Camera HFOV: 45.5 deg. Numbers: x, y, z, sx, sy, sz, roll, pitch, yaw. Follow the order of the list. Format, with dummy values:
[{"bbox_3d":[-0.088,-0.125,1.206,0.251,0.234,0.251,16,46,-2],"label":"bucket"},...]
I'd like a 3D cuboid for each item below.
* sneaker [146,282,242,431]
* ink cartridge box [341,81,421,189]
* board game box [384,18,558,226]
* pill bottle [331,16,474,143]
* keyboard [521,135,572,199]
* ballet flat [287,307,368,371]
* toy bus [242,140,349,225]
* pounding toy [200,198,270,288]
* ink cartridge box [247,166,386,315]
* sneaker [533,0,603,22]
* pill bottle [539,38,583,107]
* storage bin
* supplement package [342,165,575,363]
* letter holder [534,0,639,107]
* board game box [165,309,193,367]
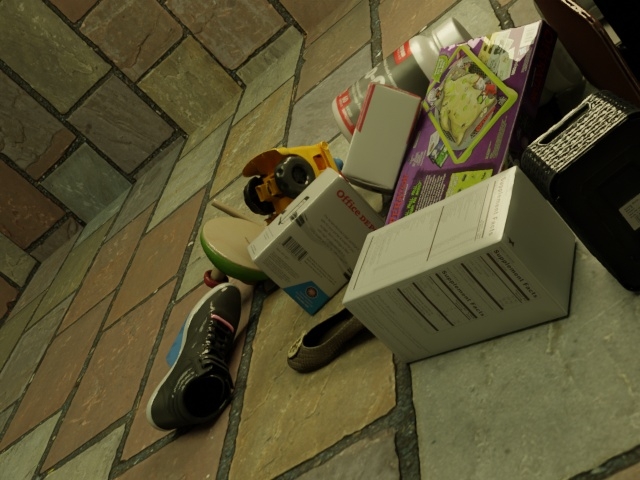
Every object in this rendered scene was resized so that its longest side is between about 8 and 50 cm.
[{"bbox_3d":[-0.186,0.203,1.344,0.147,0.104,0.296,-11,46,51],"label":"sneaker"},{"bbox_3d":[0.105,-0.164,1.297,0.218,0.092,0.158,-18,-55,-86],"label":"ink cartridge box"},{"bbox_3d":[0.217,-0.148,1.135,0.208,0.056,0.347,3,70,50],"label":"board game box"},{"bbox_3d":[0.176,-0.287,1.465,0.283,0.161,0.161,-35,24,24],"label":"pill bottle"},{"bbox_3d":[0.244,-0.081,1.167,0.201,0.033,0.317,-54,23,-19],"label":"keyboard"},{"bbox_3d":[0.032,0.124,1.140,0.250,0.058,0.084,-32,27,35],"label":"ballet flat"},{"bbox_3d":[-0.014,-0.076,1.453,0.211,0.220,0.149,-20,-2,-40],"label":"toy bus"},{"bbox_3d":[-0.166,0.034,1.548,0.237,0.183,0.110,-93,26,-61],"label":"pounding toy"},{"bbox_3d":[0.000,0.000,1.296,0.203,0.148,0.086,-44,20,2],"label":"ink cartridge box"},{"bbox_3d":[0.483,-0.428,1.287,0.129,0.111,0.297,-36,22,-20],"label":"sneaker"},{"bbox_3d":[0.303,-0.258,1.246,0.221,0.121,0.121,-22,32,45],"label":"pill bottle"},{"bbox_3d":[0.313,-0.050,0.796,0.122,0.180,0.084,-40,22,12],"label":"storage bin"},{"bbox_3d":[0.171,0.038,0.951,0.244,0.134,0.139,-25,30,41],"label":"supplement package"},{"bbox_3d":[0.409,-0.292,0.997,0.152,0.214,0.302,-39,23,16],"label":"letter holder"},{"bbox_3d":[-0.239,0.193,1.536,0.133,0.033,0.168,-13,43,44],"label":"board game box"}]
